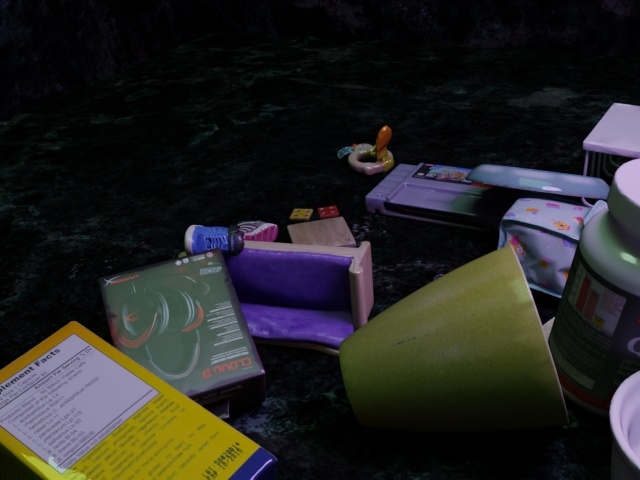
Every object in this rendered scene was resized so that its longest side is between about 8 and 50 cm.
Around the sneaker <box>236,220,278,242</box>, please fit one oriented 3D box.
[{"bbox_3d":[-0.179,-0.005,1.698,0.074,0.063,0.170,21,33,38],"label":"sneaker"}]

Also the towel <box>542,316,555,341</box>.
[{"bbox_3d":[0.429,0.176,1.306,0.148,0.027,0.110,-26,36,-34],"label":"towel"}]

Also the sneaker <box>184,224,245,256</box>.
[{"bbox_3d":[-0.185,0.001,1.349,0.084,0.058,0.152,1,2,12],"label":"sneaker"}]

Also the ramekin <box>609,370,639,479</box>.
[{"bbox_3d":[0.513,0.293,0.961,0.277,0.135,0.277,-4,30,2],"label":"ramekin"}]

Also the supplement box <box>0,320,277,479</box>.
[{"bbox_3d":[-0.258,0.297,0.940,0.356,0.195,0.194,28,40,23],"label":"supplement box"}]

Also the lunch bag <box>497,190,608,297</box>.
[{"bbox_3d":[0.492,0.011,1.460,0.262,0.160,0.223,16,25,23],"label":"lunch bag"}]

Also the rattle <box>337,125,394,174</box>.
[{"bbox_3d":[0.115,-0.271,2.064,0.130,0.143,0.200,-30,39,-6],"label":"rattle"}]

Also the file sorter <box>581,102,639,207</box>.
[{"bbox_3d":[0.752,-0.191,1.772,0.192,0.173,0.277,14,34,30],"label":"file sorter"}]

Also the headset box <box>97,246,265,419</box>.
[{"bbox_3d":[-0.226,0.177,1.232,0.218,0.110,0.293,-15,55,-14],"label":"headset box"}]

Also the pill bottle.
[{"bbox_3d":[0.474,0.075,1.107,0.210,0.363,0.210,2,36,-1],"label":"pill bottle"}]

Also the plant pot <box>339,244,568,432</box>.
[{"bbox_3d":[0.187,0.178,1.135,0.293,0.275,0.275,-17,27,10],"label":"plant pot"}]

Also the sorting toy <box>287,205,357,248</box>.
[{"bbox_3d":[0.000,0.000,1.674,0.132,0.046,0.274,-9,29,-8],"label":"sorting toy"}]

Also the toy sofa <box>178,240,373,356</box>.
[{"bbox_3d":[-0.086,0.093,1.412,0.362,0.150,0.177,4,29,17],"label":"toy sofa"}]

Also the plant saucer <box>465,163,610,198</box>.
[{"bbox_3d":[0.478,-0.132,1.628,0.317,0.044,0.317,6,8,-1],"label":"plant saucer"}]

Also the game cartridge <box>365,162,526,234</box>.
[{"bbox_3d":[0.315,-0.112,1.822,0.355,0.068,0.230,11,36,26],"label":"game cartridge"}]

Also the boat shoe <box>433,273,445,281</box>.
[{"bbox_3d":[0.291,0.131,1.341,0.095,0.079,0.254,-23,29,-18],"label":"boat shoe"}]
